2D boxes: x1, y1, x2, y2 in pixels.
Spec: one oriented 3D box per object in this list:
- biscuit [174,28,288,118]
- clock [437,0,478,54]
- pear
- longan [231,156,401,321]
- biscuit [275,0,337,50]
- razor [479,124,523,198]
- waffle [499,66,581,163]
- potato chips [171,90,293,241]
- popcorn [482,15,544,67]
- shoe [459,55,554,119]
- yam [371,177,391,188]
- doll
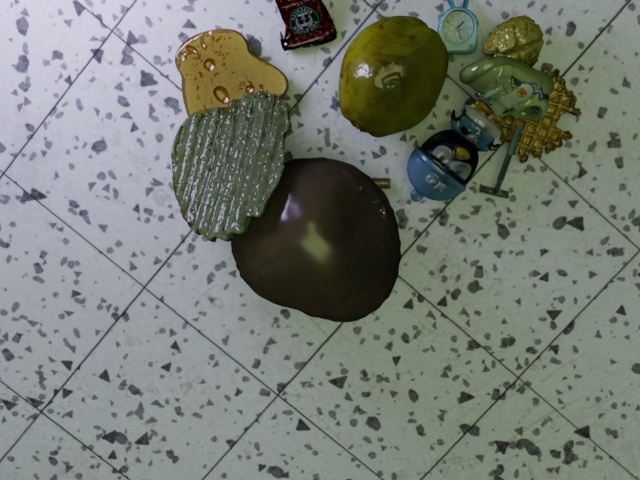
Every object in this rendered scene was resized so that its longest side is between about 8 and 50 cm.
[{"bbox_3d":[-0.228,-0.399,1.802,0.287,0.057,0.344,-18,99,4],"label":"biscuit"},{"bbox_3d":[0.361,-0.568,1.776,0.108,0.045,0.147,2,99,-1],"label":"clock"},{"bbox_3d":[0.180,-0.415,1.706,0.269,0.269,0.321,42,87,-6],"label":"pear"},{"bbox_3d":[-0.001,-0.010,1.698,0.435,0.404,0.404,20,99,1],"label":"longan"},{"bbox_3d":[-0.054,-0.609,1.735,0.151,0.063,0.236,-10,126,10],"label":"biscuit"},{"bbox_3d":[0.499,-0.211,1.807,0.084,0.036,0.211,12,123,-2],"label":"razor"},{"bbox_3d":[0.581,-0.342,1.812,0.228,0.051,0.232,-28,98,8],"label":"waffle"},{"bbox_3d":[-0.227,-0.190,1.655,0.358,0.070,0.430,-8,61,29],"label":"potato chips"},{"bbox_3d":[0.494,-0.489,1.737,0.142,0.173,0.174,37,98,0],"label":"popcorn"},{"bbox_3d":[0.474,-0.380,1.665,0.262,0.140,0.128,7,65,-28],"label":"shoe"},{"bbox_3d":[0.122,-0.160,1.856,0.145,0.032,0.032,3,100,1],"label":"yam"},{"bbox_3d":[0.347,-0.222,1.776,0.177,0.141,0.314,36,110,-12],"label":"doll"}]
